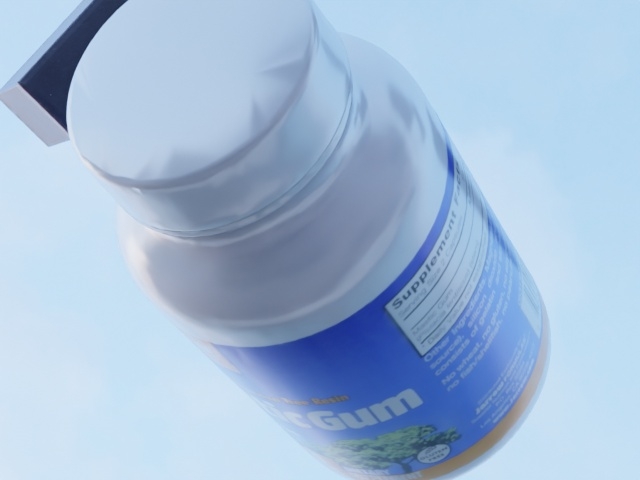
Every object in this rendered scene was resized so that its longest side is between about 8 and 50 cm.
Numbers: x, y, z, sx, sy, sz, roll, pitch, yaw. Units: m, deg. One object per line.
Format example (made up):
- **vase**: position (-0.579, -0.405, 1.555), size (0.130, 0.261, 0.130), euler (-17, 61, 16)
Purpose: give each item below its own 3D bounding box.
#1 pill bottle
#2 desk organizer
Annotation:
- **pill bottle**: position (0.000, 0.000, 0.655), size (0.152, 0.152, 0.272), euler (-19, -36, 16)
- **desk organizer**: position (-0.120, -0.115, 0.801), size (0.047, 0.130, 0.050), euler (46, -23, -20)
